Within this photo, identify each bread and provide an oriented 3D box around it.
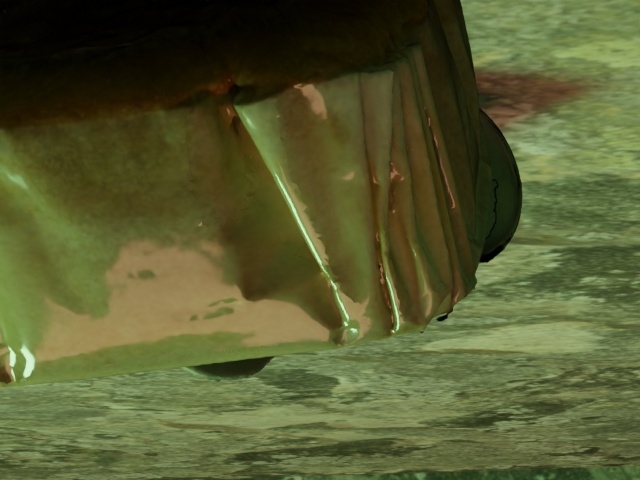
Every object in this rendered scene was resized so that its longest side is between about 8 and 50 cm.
[{"bbox_3d":[-0.055,-0.049,0.645,0.210,0.109,0.192,-5,-150,10],"label":"bread"}]

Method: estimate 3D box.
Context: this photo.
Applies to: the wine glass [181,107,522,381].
[{"bbox_3d":[0.000,0.000,1.022,0.103,0.103,0.231,7,162,-32],"label":"wine glass"}]
